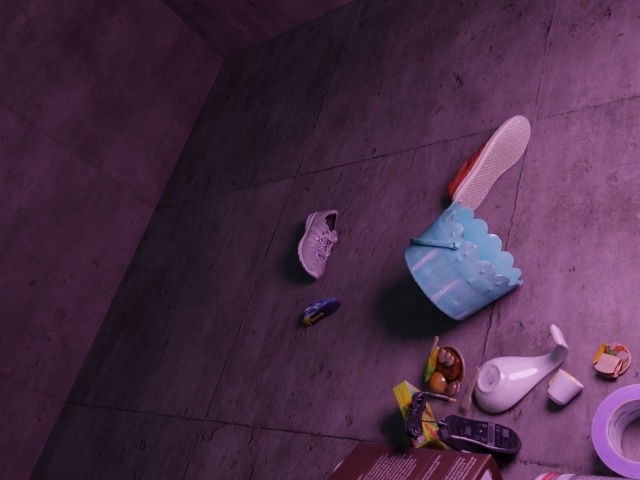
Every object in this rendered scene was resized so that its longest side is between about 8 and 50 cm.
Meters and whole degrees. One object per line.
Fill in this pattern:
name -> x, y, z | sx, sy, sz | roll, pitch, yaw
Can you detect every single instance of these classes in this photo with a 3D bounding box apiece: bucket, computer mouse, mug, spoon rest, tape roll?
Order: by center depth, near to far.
tape roll -> 0.635, 0.382, 1.336 | 0.189, 0.080, 0.189 | -29, 41, 29
mug -> 0.536, 0.327, 1.519 | 0.062, 0.078, 0.064 | 38, 99, 22
computer mouse -> 0.323, 0.432, 1.589 | 0.184, 0.262, 0.060 | -67, -15, -67
spoon rest -> 0.467, 0.302, 1.602 | 0.276, 0.084, 0.137 | -44, 33, 32
bucket -> 0.359, 0.056, 1.759 | 0.183, 0.281, 0.281 | -41, 37, 22

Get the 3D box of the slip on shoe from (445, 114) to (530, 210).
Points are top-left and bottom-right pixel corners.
slip on shoe -> 0.481, -0.229, 1.998 | 0.331, 0.123, 0.101 | -53, 32, 6

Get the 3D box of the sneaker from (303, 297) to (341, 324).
sneaker -> 0.001, 0.212, 2.179 | 0.144, 0.053, 0.059 | -31, 38, 23

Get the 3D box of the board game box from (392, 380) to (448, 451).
board game box -> 0.245, 0.441, 1.689 | 0.043, 0.092, 0.181 | -38, 38, 15

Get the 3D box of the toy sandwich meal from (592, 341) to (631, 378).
toy sandwich meal -> 0.629, 0.257, 1.491 | 0.085, 0.029, 0.086 | -28, 42, 29

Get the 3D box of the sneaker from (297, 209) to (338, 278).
sneaker -> 0.000, 0.000, 2.316 | 0.115, 0.105, 0.281 | -24, 44, 32

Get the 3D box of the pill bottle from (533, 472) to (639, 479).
pill bottle -> 0.556, 0.522, 1.190 | 0.363, 0.210, 0.210 | -12, 51, 41

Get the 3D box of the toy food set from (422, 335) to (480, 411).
toy food set -> 0.311, 0.326, 1.712 | 0.192, 0.038, 0.132 | 34, 113, 58

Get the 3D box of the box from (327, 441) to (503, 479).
box -> 0.197, 0.570, 1.522 | 0.381, 0.143, 0.191 | -9, 21, 44
